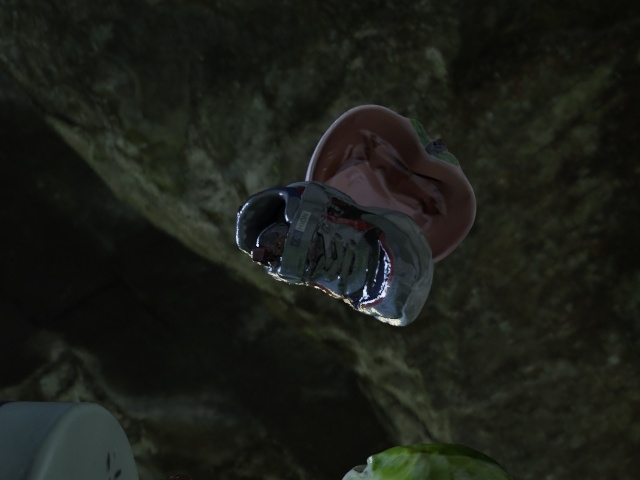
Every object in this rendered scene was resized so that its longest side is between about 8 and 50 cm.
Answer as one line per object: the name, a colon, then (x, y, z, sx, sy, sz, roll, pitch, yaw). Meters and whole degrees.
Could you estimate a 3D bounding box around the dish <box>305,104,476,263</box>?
dish: (0.071, -0.048, 1.383, 0.213, 0.213, 0.090, -6, -18, -23)

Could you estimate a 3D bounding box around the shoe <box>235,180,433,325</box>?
shoe: (0.000, 0.000, 1.063, 0.125, 0.227, 0.099, 11, -78, -44)

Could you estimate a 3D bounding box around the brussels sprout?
brussels sprout: (0.140, 0.362, 1.442, 0.210, 0.271, 0.219, -48, -45, -33)

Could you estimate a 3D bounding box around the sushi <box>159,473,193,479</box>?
sushi: (-0.060, 0.126, 0.314, 0.052, 0.120, 0.055, 5, -8, -30)

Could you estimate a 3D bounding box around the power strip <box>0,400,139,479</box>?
power strip: (-0.303, 0.326, 1.125, 0.161, 0.358, 0.358, -2, -39, 10)
